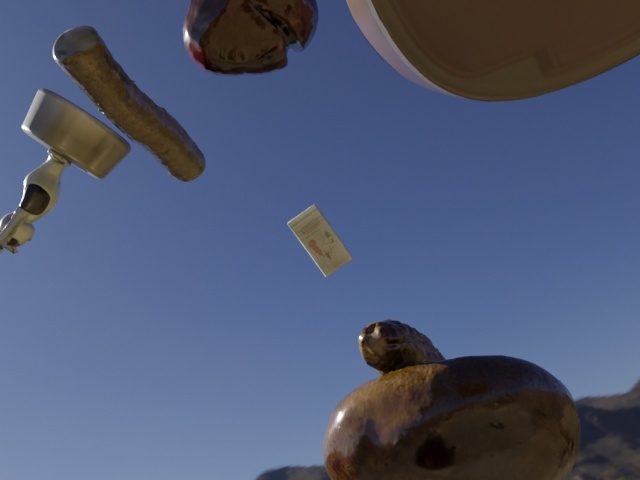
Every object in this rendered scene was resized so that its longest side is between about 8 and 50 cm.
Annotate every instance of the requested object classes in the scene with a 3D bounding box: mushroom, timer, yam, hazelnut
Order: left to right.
[{"bbox_3d":[-0.459,-0.094,1.218,0.266,0.175,0.175,-59,-26,-6],"label":"timer"},{"bbox_3d":[-0.272,-0.193,1.082,0.081,0.081,0.357,-22,-26,6],"label":"yam"},{"bbox_3d":[-0.109,-0.328,1.094,0.204,0.178,0.178,-41,-25,-2],"label":"hazelnut"},{"bbox_3d":[0.170,0.282,0.990,0.345,0.239,0.345,22,-32,14],"label":"mushroom"}]

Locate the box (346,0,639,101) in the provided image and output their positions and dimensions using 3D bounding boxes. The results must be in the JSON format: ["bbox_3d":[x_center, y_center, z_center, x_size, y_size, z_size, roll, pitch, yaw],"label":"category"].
[{"bbox_3d":[0.146,-0.267,0.644,0.300,0.301,0.216,-16,12,-6],"label":"box"}]

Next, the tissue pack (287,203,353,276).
[{"bbox_3d":[0.000,0.000,1.165,0.056,0.108,0.023,-34,6,7],"label":"tissue pack"}]
